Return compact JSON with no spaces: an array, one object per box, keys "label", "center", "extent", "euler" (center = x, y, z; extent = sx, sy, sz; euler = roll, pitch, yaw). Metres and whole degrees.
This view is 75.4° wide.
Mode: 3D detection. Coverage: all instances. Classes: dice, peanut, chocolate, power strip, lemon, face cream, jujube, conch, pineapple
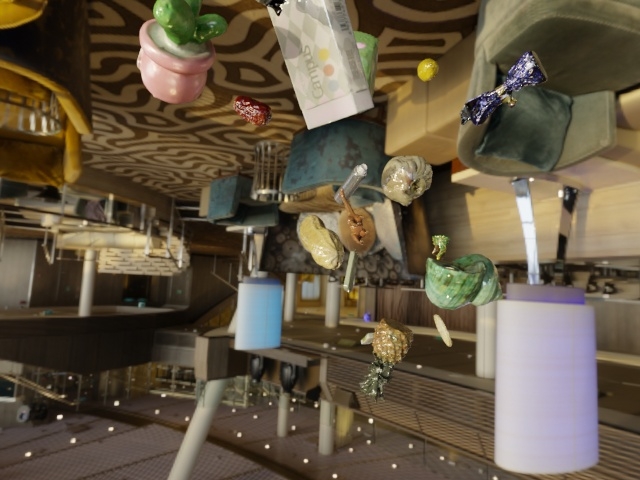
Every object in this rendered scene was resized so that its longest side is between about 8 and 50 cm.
[{"label":"dice","center":[0.112,-0.835,2.056],"extent":[0.318,0.330,0.322],"euler":[10,136,9]},{"label":"peanut","center":[0.000,0.000,1.791],"extent":[0.149,0.149,0.313],"euler":[7,-153,-31]},{"label":"chocolate","center":[0.679,-0.552,1.573],"extent":[0.343,0.149,0.126],"euler":[-36,157,33]},{"label":"power strip","center":[0.149,0.144,2.009],"extent":[0.029,0.227,0.080],"euler":[5,158,21]},{"label":"lemon","center":[0.341,-0.543,1.320],"extent":[0.065,0.065,0.092],"euler":[3,176,-3]},{"label":"face cream","center":[0.155,-0.283,2.071],"extent":[0.073,0.073,0.283],"euler":[5,151,-21]},{"label":"jujube","center":[-0.216,-0.413,1.312],"extent":[0.129,0.077,0.077],"euler":[29,175,4]},{"label":"conch","center":[0.315,0.090,0.921],"extent":[0.188,0.122,0.176],"euler":[-6,167,-19]},{"label":"pineapple","center":[0.197,0.373,1.291],"extent":[0.128,0.248,0.128],"euler":[20,-176,-2]}]

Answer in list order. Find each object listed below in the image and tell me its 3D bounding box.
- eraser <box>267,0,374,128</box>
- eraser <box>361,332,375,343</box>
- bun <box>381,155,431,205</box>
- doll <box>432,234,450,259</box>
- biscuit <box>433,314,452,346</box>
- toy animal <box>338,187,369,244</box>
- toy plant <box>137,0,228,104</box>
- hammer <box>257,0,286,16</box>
[{"label":"eraser","center":[0.003,-0.560,1.241],"extent":[0.213,0.397,0.082],"euler":[-13,-165,24]},{"label":"eraser","center":[0.185,0.375,1.577],"extent":[0.038,0.019,0.083],"euler":[0,148,-17]},{"label":"bun","center":[0.462,-0.320,2.189],"extent":[0.281,0.282,0.205],"euler":[4,-163,-13]},{"label":"doll","center":[0.543,0.028,1.847],"extent":[0.078,0.113,0.076],"euler":[28,141,-35]},{"label":"biscuit","center":[0.524,0.386,1.779],"extent":[0.020,0.152,0.152],"euler":[-21,173,0]},{"label":"toy animal","center":[0.134,-0.104,1.733],"extent":[0.066,0.224,0.230],"euler":[-17,-165,-7]},{"label":"toy plant","center":[-0.400,-0.556,1.167],"extent":[0.210,0.317,0.356],"euler":[21,141,-22]},{"label":"hammer","center":[-0.197,-0.555,0.862],"extent":[0.152,0.044,0.427],"euler":[34,-156,3]}]
